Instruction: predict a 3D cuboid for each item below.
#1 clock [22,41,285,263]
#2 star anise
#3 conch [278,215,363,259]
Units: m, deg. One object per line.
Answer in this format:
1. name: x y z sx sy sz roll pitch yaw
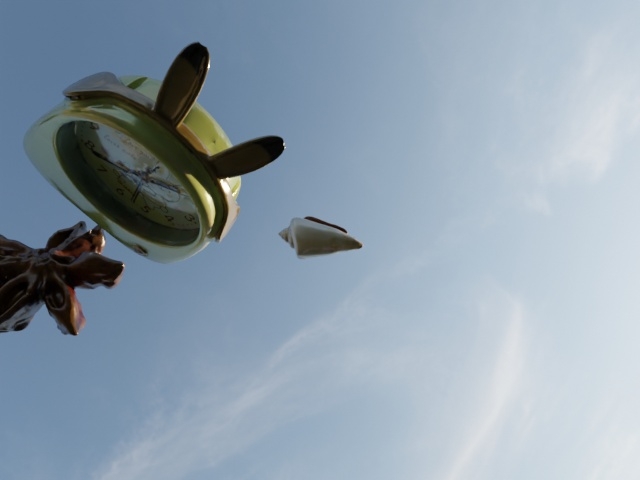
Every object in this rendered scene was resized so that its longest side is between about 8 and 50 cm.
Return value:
1. clock: -0.139 -0.065 0.347 0.170 0.232 0.069 50 -133 -27
2. star anise: -0.367 0.051 0.547 0.196 0.212 0.110 15 -64 18
3. conch: -0.001 -0.012 0.875 0.177 0.104 0.094 -9 -90 3
